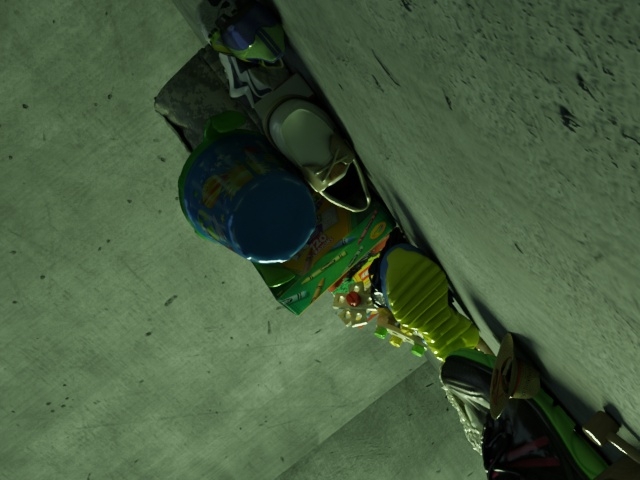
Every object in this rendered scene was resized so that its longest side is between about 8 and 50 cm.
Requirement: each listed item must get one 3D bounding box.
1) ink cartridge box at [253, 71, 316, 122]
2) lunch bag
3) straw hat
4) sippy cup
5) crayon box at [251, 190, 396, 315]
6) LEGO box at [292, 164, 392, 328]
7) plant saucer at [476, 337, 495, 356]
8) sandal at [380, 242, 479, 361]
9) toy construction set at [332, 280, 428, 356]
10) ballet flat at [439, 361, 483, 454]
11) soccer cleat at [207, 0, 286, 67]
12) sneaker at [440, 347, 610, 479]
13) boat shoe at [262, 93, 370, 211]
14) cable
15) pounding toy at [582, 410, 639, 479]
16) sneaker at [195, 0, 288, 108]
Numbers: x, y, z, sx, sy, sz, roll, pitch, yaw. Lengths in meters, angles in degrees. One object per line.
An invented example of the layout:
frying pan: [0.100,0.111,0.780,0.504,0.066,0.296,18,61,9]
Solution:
ink cartridge box: [-0.059,-0.235,1.346,0.056,0.099,0.135,51,180,6]
lunch bag: [-0.189,-0.265,1.613,0.305,0.256,0.212,53,178,16]
straw hat: [0.314,0.219,1.178,0.061,0.145,0.144,11,175,4]
sippy cup: [-0.122,-0.069,1.373,0.305,0.240,0.224,33,-177,-32]
crayon box: [0.000,0.000,1.529,0.081,0.278,0.165,44,-176,-42]
LEGO box: [-0.008,-0.070,1.844,0.500,0.193,0.372,52,179,27]
plant saucer: [0.340,0.227,1.557,0.083,0.015,0.083,53,178,2]
sandal: [0.192,0.111,1.446,0.317,0.126,0.138,56,-179,-42]
toy construction set: [0.175,0.160,1.689,0.215,0.151,0.327,19,174,34]
ballet flat: [0.380,0.398,1.812,0.147,0.147,0.409,53,178,-18]
soccer cleat: [-0.113,-0.320,1.216,0.121,0.093,0.289,46,-179,-13]
sneaker: [0.343,0.373,1.244,0.483,0.202,0.185,51,177,37]
boat shoe: [0.010,-0.148,1.316,0.103,0.113,0.302,48,-174,35]
cable: [0.140,0.058,1.490,0.047,0.151,0.184,10,160,24]
pounding toy: [0.382,0.321,0.925,0.206,0.094,0.181,52,178,12]
sneaker: [-0.162,-0.340,1.436,0.235,0.094,0.153,43,152,7]
